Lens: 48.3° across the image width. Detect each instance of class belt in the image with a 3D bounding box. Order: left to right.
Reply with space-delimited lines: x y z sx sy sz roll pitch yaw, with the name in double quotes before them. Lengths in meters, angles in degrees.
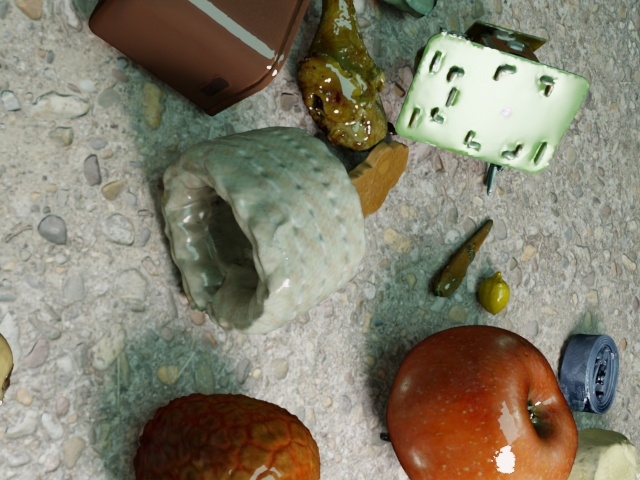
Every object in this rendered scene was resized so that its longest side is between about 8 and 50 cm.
"belt" 0.620 0.309 1.647 0.141 0.082 0.190 30 67 -33

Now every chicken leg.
"chicken leg" 0.025 -0.323 1.228 0.211 0.140 0.360 -41 120 -55

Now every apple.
"apple" 0.285 0.316 1.260 0.349 0.277 0.348 21 56 -36

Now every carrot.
"carrot" 0.300 0.031 1.470 0.254 0.049 0.049 -48 112 -35

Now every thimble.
"thimble" -0.088 -0.012 1.051 0.195 0.292 0.291 -22 98 -37

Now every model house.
"model house" 0.287 -0.268 1.420 0.301 0.340 0.323 14 33 -8

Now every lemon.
"lemon" 0.364 0.110 1.491 0.065 0.065 0.092 7 90 -36

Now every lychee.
"lychee" -0.118 0.342 1.008 0.300 0.255 0.255 48 60 -7

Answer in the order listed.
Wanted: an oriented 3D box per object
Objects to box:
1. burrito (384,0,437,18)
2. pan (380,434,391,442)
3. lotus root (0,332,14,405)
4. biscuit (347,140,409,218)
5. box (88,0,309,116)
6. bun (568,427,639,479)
"burrito" 0.120 -0.512 1.365 0.229 0.089 0.143 12 64 -35
"pan" 0.160 0.382 1.337 0.115 0.023 0.068 23 72 -33
"lotus root" -0.508 0.144 0.791 0.310 0.183 0.182 17 75 -28
"biscuit" 0.090 -0.101 1.285 0.040 0.144 0.236 29 48 18
"box" -0.157 -0.402 1.058 0.229 0.239 0.339 30 69 -28
"bun" 0.574 0.531 1.547 0.259 0.152 0.259 -8 101 -41
